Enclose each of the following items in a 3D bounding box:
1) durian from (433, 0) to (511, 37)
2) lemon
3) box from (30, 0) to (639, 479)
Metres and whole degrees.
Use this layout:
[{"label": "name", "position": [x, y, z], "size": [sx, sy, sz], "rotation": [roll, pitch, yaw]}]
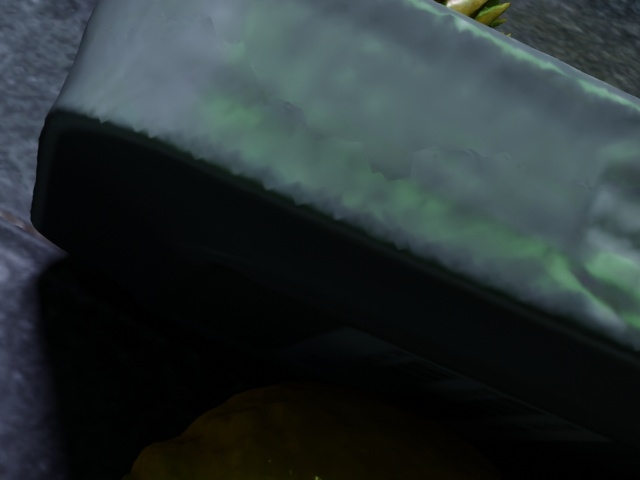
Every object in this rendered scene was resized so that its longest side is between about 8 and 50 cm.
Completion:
[{"label": "durian", "position": [-0.001, -0.186, 1.128], "size": [0.305, 0.195, 0.185], "rotation": [18, 45, -17]}, {"label": "lemon", "position": [0.000, 0.126, 0.796], "size": [0.187, 0.142, 0.142], "rotation": [21, 37, -21]}, {"label": "box", "position": [0.077, 0.023, 0.806], "size": [0.396, 0.396, 0.111], "rotation": [24, 82, -5]}]
